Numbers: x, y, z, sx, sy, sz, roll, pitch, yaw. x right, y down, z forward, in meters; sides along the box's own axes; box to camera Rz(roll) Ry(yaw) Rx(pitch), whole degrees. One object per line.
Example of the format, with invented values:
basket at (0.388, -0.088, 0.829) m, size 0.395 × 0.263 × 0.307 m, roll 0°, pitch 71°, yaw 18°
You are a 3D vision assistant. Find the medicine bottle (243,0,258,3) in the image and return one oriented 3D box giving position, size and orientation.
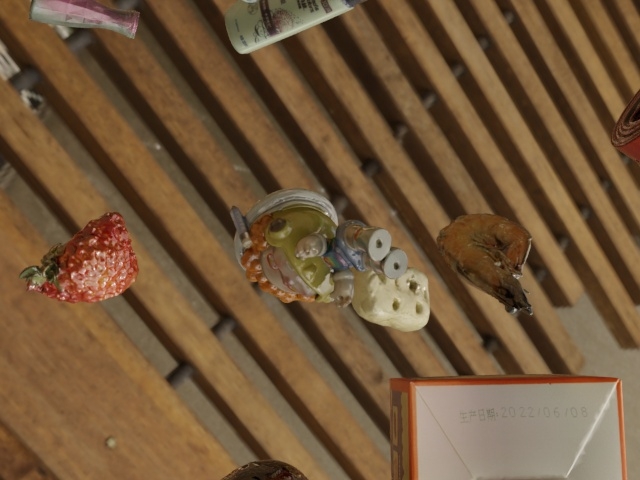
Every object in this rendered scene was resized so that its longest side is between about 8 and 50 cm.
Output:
medicine bottle at (-0.100, -0.502, 1.637) m, size 0.051 × 0.051 × 0.191 m, roll -18°, pitch -138°, yaw 42°

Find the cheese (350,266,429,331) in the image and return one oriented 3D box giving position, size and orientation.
cheese at (0.165, 0.121, 2.151) m, size 0.093 × 0.263 × 0.159 m, roll -13°, pitch -111°, yaw 38°

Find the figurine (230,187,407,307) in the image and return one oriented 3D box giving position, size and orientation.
figurine at (0.019, 0.021, 1.682) m, size 0.381 × 0.225 × 0.205 m, roll 13°, pitch -122°, yaw 42°

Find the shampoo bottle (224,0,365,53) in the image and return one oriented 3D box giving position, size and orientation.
shampoo bottle at (-0.060, -0.544, 2.076) m, size 0.359 × 0.134 × 0.078 m, roll -15°, pitch -175°, yaw 34°

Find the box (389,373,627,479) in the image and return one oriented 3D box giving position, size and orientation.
box at (0.301, 0.384, 1.527) m, size 0.348 × 0.319 × 0.257 m, roll -2°, pitch 171°, yaw -4°

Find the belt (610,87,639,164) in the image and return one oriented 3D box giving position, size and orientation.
belt at (0.706, -0.273, 1.754) m, size 0.324 × 0.115 × 0.227 m, roll -53°, pitch -171°, yaw 39°

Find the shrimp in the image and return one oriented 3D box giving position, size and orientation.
shrimp at (0.332, 0.036, 1.695) m, size 0.164 × 0.062 × 0.317 m, roll -28°, pitch -144°, yaw -4°

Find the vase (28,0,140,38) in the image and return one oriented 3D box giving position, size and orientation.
vase at (-0.482, -0.467, 1.874) m, size 0.086 × 0.214 × 0.086 m, roll -169°, pitch -90°, yaw -70°

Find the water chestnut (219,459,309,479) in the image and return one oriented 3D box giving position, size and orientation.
water chestnut at (-0.103, 0.580, 1.807) m, size 0.300 × 0.300 × 0.300 m, roll -31°, pitch -161°, yaw 12°

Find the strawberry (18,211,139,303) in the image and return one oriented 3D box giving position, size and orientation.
strawberry at (-0.334, 0.040, 1.380) m, size 0.175 × 0.107 × 0.236 m, roll -41°, pitch 179°, yaw 32°
